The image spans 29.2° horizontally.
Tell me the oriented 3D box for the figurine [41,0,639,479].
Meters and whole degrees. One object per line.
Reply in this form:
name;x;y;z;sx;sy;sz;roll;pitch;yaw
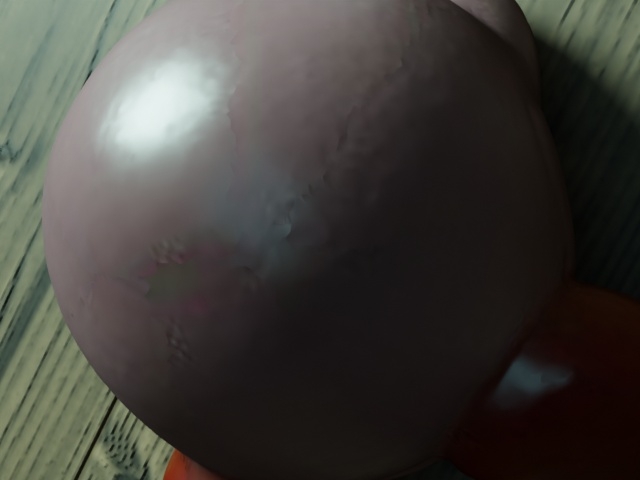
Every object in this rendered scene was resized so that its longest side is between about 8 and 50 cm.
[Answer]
figurine;0.000;0.007;0.511;0.270;0.211;0.261;-21;76;22
